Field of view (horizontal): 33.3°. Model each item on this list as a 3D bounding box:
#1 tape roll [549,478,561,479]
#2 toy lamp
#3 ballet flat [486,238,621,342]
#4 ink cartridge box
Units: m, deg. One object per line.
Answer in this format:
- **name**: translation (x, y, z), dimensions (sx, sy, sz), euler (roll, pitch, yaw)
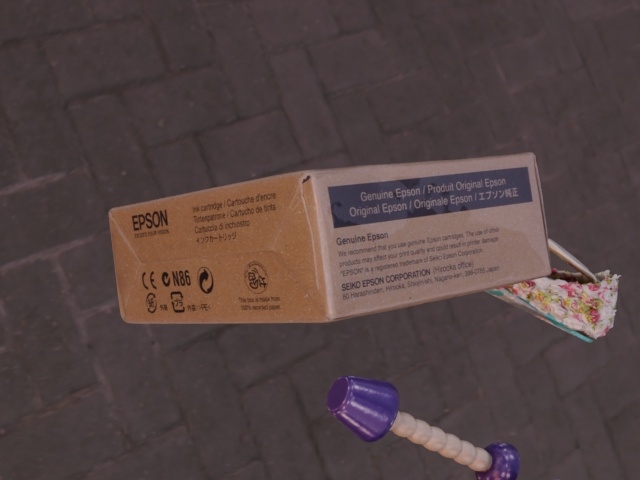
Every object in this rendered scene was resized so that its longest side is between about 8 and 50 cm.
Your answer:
- **tape roll**: translation (0.227, 0.417, 1.285), dimensions (0.090, 0.275, 0.275), euler (42, 50, 7)
- **toy lamp**: translation (0.128, 0.238, 1.327), dimensions (0.274, 0.080, 0.080), euler (27, 60, -28)
- **ballet flat**: translation (0.181, 0.020, 1.044), dimensions (0.240, 0.091, 0.077), euler (23, 103, -4)
- **ink cartridge box**: translation (0.000, 0.000, 0.715), dimensions (0.193, 0.234, 0.088), euler (-10, 92, -40)
